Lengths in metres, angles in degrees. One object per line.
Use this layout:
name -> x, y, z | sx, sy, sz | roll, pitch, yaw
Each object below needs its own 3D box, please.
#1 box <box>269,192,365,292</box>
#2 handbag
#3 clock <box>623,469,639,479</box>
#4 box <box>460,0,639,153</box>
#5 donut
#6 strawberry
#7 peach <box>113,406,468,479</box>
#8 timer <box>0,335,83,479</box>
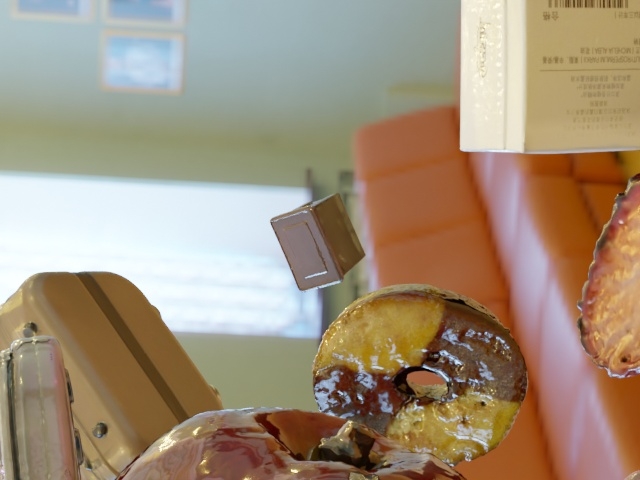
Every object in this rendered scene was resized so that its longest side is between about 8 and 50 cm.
box -> 0.000, 0.000, 1.793 | 0.063, 0.060, 0.085 | -34, -77, -52
handbag -> -0.243, 0.177, 2.162 | 0.149, 0.283, 0.302 | -49, 67, 25
clock -> 0.265, 0.242, 1.473 | 0.194, 0.195, 0.100 | -32, 64, 47
box -> 0.274, -0.189, 1.705 | 0.116, 0.274, 0.203 | 9, 102, 60
donut -> 0.084, 0.109, 1.522 | 0.073, 0.184, 0.166 | -86, 5, -66
strawberry -> 0.347, 0.037, 1.677 | 0.236, 0.111, 0.190 | -54, 51, 43
peach -> -0.010, 0.250, 0.967 | 0.201, 0.257, 0.362 | -41, -44, -66
timer -> -0.229, 0.190, 1.447 | 0.191, 0.069, 0.208 | 115, 146, -71
